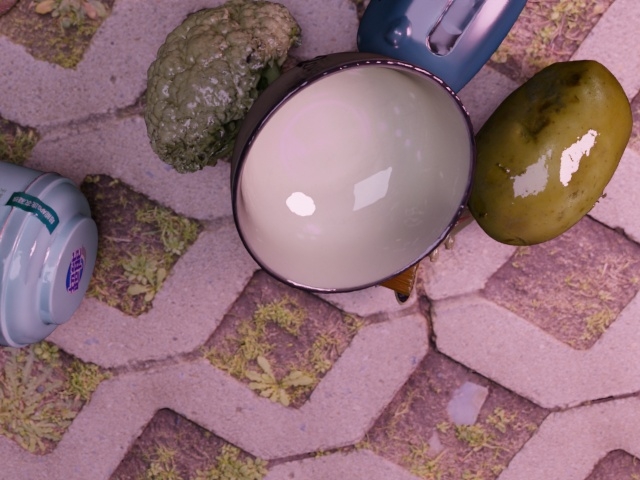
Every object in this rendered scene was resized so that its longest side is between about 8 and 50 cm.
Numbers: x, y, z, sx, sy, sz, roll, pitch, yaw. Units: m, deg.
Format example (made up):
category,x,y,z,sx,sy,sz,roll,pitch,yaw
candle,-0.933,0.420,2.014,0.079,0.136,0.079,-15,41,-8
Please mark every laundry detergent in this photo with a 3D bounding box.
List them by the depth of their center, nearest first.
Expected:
category,x,y,z,sx,sy,sz,roll,pitch,yaw
laundry detergent,-0.531,0.010,1.259,0.305,0.287,0.287,15,102,2

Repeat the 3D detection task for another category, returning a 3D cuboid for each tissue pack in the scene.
category,x,y,z,sx,sy,sz,roll,pitch,yaw
tissue pack,0.188,-0.353,1.164,0.198,0.206,0.287,33,103,-10

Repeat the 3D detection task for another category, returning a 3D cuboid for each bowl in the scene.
category,x,y,z,sx,sy,sz,roll,pitch,yaw
bowl,0.027,-0.118,1.146,0.353,0.185,0.354,-9,123,-15

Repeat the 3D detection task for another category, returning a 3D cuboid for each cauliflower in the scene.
category,x,y,z,sx,sy,sz,roll,pitch,yaw
cauliflower,-0.137,-0.220,1.225,0.275,0.272,0.250,-28,129,24

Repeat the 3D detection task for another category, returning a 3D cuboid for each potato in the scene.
category,x,y,z,sx,sy,sz,roll,pitch,yaw
potato,0.338,-0.131,1.199,0.215,0.216,0.304,31,84,-2

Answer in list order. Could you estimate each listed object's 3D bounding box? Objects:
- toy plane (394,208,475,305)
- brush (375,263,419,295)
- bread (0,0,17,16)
category,x,y,z,sx,sy,sz,roll,pitch,yaw
toy plane,0.143,-0.018,1.296,0.228,0.092,0.244,5,102,2
brush,0.000,0.000,1.299,0.336,0.020,0.086,20,111,19
bread,-0.597,-0.497,1.290,0.301,0.045,0.302,1,101,4
